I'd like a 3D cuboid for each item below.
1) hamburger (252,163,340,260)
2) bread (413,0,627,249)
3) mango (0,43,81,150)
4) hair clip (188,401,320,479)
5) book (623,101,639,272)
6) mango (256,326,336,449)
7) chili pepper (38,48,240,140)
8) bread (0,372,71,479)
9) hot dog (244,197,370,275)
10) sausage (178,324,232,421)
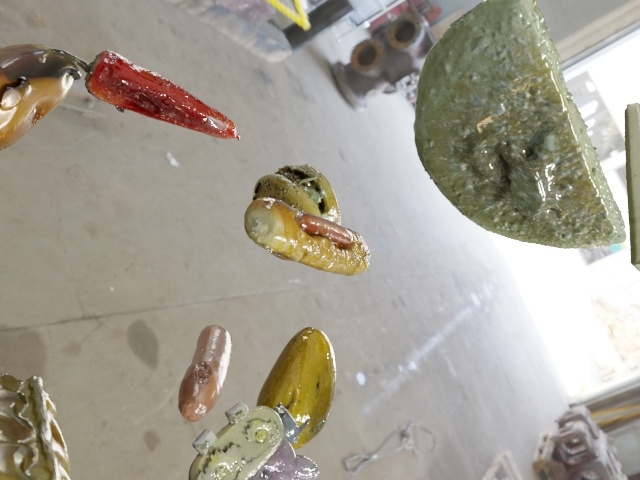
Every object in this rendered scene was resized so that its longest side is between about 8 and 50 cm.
[{"bbox_3d":[-0.051,-0.057,1.324,0.113,0.185,0.177,-22,68,-34],"label":"hamburger"},{"bbox_3d":[0.116,-0.059,0.466,0.193,0.112,0.036,58,39,-26],"label":"bread"},{"bbox_3d":[-0.602,-0.274,1.355,0.153,0.201,0.287,34,44,2],"label":"mango"},{"bbox_3d":[-0.079,0.265,0.855,0.187,0.056,0.146,-42,110,-44],"label":"hair clip"},{"bbox_3d":[0.580,-0.043,1.169,0.239,0.035,0.352,37,49,-27],"label":"book"},{"bbox_3d":[-0.032,0.231,1.112,0.137,0.098,0.195,4,103,-55],"label":"mango"},{"bbox_3d":[-0.201,-0.171,0.851,0.268,0.050,0.059,22,85,-35],"label":"chili pepper"},{"bbox_3d":[-0.418,0.306,0.906,0.238,0.196,0.252,15,21,-41],"label":"bread"},{"bbox_3d":[0.000,0.000,0.728,0.216,0.047,0.066,21,38,-58],"label":"hot dog"},{"bbox_3d":[-0.116,0.127,0.727,0.043,0.043,0.186,57,5,-12],"label":"sausage"}]
